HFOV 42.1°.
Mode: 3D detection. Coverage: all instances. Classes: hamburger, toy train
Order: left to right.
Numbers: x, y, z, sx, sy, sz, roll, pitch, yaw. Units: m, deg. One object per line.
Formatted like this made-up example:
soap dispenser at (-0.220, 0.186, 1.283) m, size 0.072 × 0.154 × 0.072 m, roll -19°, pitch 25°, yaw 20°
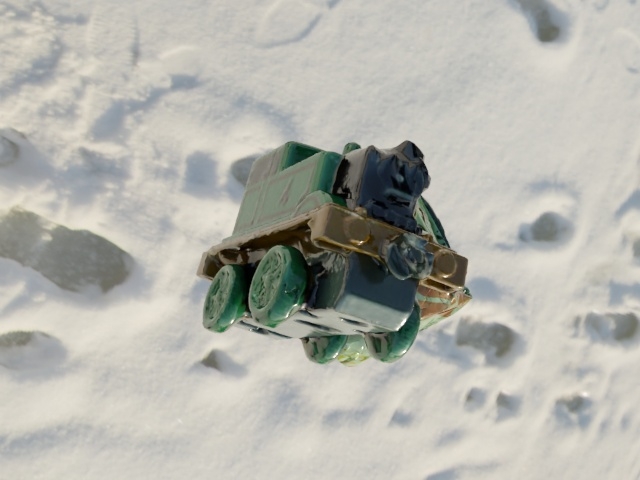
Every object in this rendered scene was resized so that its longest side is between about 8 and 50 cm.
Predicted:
toy train at (0.000, 0.000, 0.499) m, size 0.091 × 0.227 × 0.136 m, roll 20°, pitch 71°, yaw -24°
hamburger at (0.046, 0.023, 1.003) m, size 0.214 × 0.125 × 0.235 m, roll -25°, pitch 89°, yaw 10°
